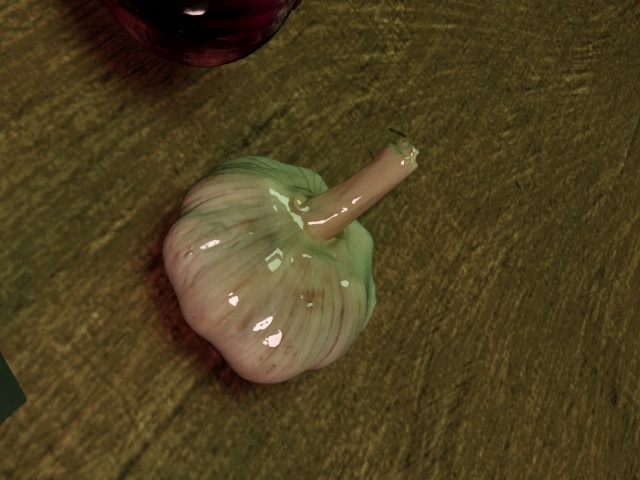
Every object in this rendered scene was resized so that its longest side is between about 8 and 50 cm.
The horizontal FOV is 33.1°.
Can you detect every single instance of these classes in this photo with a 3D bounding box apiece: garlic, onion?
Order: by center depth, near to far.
[{"bbox_3d":[0.000,0.000,0.871,0.199,0.226,0.199,33,38,-31],"label":"garlic"},{"bbox_3d":[-0.110,-0.279,0.953,0.281,0.221,0.281,6,68,-15],"label":"onion"}]

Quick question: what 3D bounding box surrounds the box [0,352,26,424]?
[{"bbox_3d":[-0.237,0.092,0.629,0.069,0.122,0.084,60,37,-18],"label":"box"}]
